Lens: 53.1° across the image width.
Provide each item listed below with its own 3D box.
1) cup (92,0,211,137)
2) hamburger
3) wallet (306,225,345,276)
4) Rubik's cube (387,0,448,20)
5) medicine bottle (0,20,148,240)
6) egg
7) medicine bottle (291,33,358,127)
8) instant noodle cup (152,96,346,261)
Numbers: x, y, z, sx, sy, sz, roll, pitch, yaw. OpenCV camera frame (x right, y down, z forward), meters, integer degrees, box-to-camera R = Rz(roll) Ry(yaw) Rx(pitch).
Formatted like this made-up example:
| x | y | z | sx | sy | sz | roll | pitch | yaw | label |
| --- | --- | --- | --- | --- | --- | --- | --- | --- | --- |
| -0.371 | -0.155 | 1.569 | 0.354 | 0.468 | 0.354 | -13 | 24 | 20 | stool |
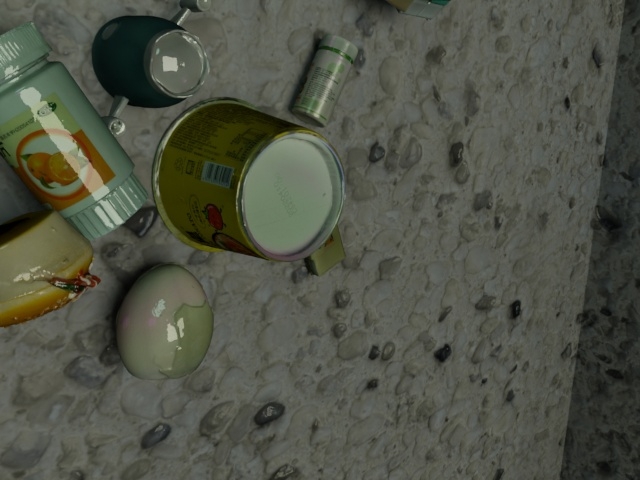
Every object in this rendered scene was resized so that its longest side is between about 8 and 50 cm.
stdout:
| x | y | z | sx | sy | sz | roll | pitch | yaw | label |
| --- | --- | --- | --- | --- | --- | --- | --- | --- | --- |
| -0.279 | -0.303 | 1.094 | 0.167 | 0.173 | 0.300 | 39 | 77 | -40 | cup |
| -0.465 | 0.055 | 0.964 | 0.227 | 0.295 | 0.152 | -32 | 112 | -34 | hamburger |
| 0.000 | 0.000 | 1.528 | 0.110 | 0.039 | 0.155 | -36 | 125 | -32 | wallet |
| 0.195 | -0.597 | 1.369 | 0.212 | 0.224 | 0.265 | -7 | 65 | -41 | Rubik's cube |
| -0.415 | -0.159 | 0.999 | 0.158 | 0.158 | 0.318 | -43 | 118 | -23 | medicine bottle |
| -0.295 | 0.150 | 1.219 | 0.183 | 0.183 | 0.217 | -2 | 94 | -41 | egg |
| 0.009 | -0.345 | 1.395 | 0.086 | 0.086 | 0.184 | 26 | 85 | -43 | medicine bottle |
| -0.122 | -0.107 | 1.240 | 0.325 | 0.254 | 0.326 | -13 | 111 | -38 | instant noodle cup |
